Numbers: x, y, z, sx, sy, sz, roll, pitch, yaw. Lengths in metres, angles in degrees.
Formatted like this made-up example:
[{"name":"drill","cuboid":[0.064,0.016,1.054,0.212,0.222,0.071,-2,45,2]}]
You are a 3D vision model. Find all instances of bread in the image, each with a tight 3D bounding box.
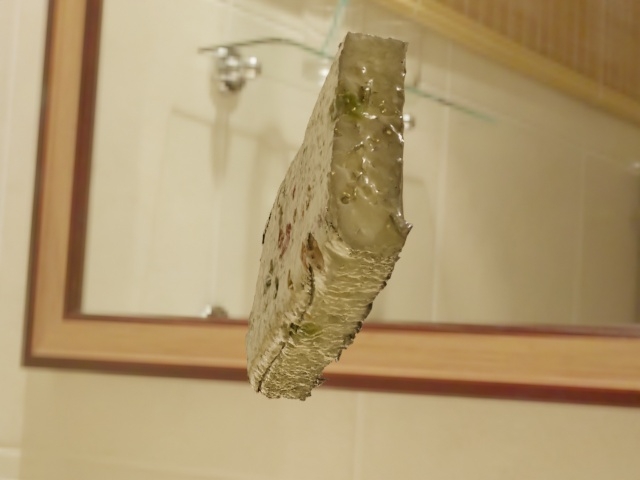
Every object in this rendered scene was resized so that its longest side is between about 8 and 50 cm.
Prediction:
[{"name":"bread","cuboid":[0.000,0.000,0.389,0.028,0.068,0.154,8,-24,-9]}]
